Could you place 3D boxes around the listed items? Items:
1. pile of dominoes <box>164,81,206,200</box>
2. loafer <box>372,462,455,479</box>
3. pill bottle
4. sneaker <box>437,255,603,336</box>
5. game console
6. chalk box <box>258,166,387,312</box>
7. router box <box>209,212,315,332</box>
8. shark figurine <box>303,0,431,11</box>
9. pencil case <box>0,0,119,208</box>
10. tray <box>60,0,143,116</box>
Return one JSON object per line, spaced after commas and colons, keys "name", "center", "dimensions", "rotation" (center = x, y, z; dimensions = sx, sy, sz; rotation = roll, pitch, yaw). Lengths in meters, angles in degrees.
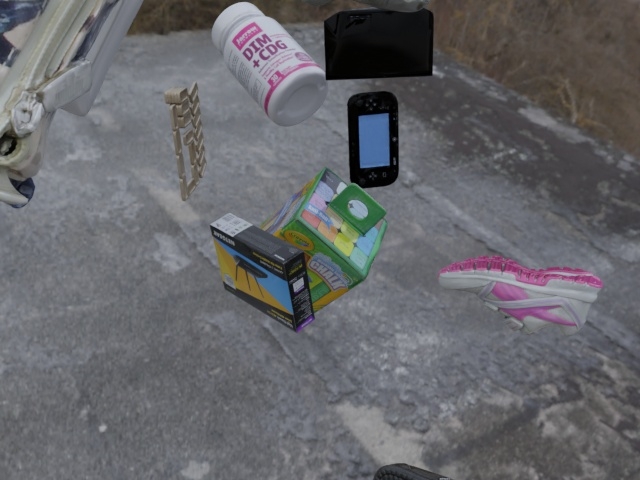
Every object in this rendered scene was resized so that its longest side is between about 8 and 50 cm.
{"name": "pile of dominoes", "center": [-0.333, -0.246, 1.799], "dimensions": [0.040, 0.251, 0.196], "rotation": [2, 25, 9]}
{"name": "loafer", "center": [0.184, 0.362, 1.026], "dimensions": [0.220, 0.080, 0.078], "rotation": [24, 11, 18]}
{"name": "pill bottle", "center": [-0.121, -0.408, 1.692], "dimensions": [0.160, 0.160, 0.283], "rotation": [-20, 59, -36]}
{"name": "sneaker", "center": [0.308, 0.093, 1.173], "dimensions": [0.252, 0.111, 0.103], "rotation": [10, 15, 23]}
{"name": "game console", "center": [0.119, -0.279, 1.479], "dimensions": [0.213, 0.361, 0.044], "rotation": [-3, 23, 1]}
{"name": "chalk box", "center": [0.000, 0.000, 1.432], "dimensions": [0.180, 0.289, 0.179], "rotation": [41, 42, -12]}
{"name": "router box", "center": [-0.090, 0.048, 1.138], "dimensions": [0.046, 0.133, 0.179], "rotation": [-33, 40, -32]}
{"name": "shark figurine", "center": [-0.003, -0.368, 0.948], "dimensions": [0.278, 0.116, 0.166], "rotation": [48, 48, 0]}
{"name": "pencil case", "center": [-0.134, -0.224, 0.396], "dimensions": [0.183, 0.410, 0.160], "rotation": [29, -3, 9]}
{"name": "tray", "center": [-0.272, -0.218, 0.596], "dimensions": [0.270, 0.145, 0.030], "rotation": [26, -2, -43]}
